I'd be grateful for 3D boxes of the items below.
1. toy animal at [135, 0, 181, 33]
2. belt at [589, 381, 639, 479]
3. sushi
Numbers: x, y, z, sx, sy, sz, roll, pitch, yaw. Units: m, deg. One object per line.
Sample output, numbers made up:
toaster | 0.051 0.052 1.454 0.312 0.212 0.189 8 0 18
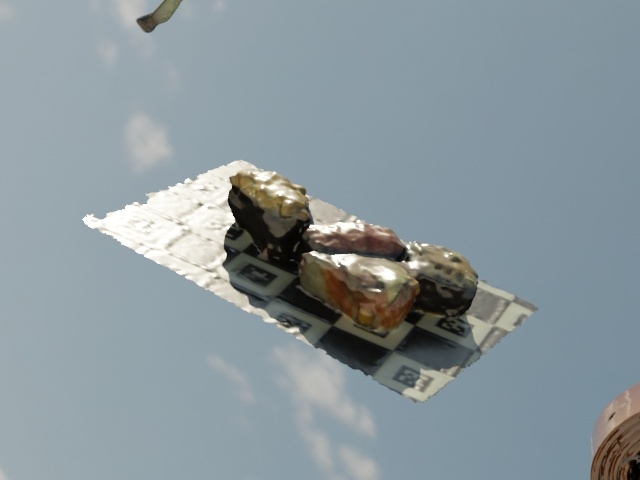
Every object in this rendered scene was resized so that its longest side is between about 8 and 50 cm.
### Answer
toy animal | -0.116 -0.279 1.198 0.217 0.176 0.073 58 2 14
belt | 0.385 0.210 1.546 0.105 0.261 0.184 -55 133 -72
sushi | 0.000 0.000 0.824 0.201 0.139 0.031 27 -61 21
